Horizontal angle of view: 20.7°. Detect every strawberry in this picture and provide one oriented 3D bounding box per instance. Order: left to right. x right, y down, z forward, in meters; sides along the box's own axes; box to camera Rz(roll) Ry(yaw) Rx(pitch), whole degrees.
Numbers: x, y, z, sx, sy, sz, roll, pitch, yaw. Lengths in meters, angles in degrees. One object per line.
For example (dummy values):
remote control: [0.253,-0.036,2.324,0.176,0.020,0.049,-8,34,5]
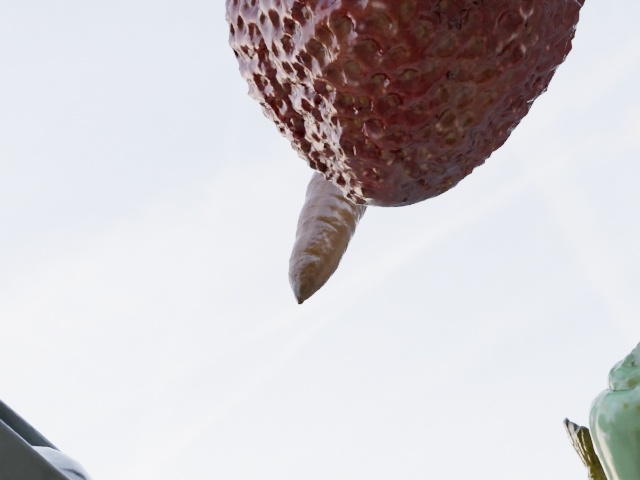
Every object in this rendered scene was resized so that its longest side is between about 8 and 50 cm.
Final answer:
strawberry: [0.063,-0.164,1.228,0.238,0.250,0.288,-5,-76,-18]

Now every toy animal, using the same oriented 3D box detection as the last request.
toy animal: [0.245,0.201,1.331,0.219,0.155,0.095,116,172,-78]

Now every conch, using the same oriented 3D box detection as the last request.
conch: [0.215,0.134,1.039,0.106,0.079,0.170,-14,-73,-10]

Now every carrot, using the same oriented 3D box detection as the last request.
carrot: [0.000,0.000,1.858,0.072,0.205,0.072,10,-47,11]

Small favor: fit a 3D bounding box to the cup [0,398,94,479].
cup: [-0.306,0.242,1.212,0.312,0.205,0.205,-50,-34,-8]
